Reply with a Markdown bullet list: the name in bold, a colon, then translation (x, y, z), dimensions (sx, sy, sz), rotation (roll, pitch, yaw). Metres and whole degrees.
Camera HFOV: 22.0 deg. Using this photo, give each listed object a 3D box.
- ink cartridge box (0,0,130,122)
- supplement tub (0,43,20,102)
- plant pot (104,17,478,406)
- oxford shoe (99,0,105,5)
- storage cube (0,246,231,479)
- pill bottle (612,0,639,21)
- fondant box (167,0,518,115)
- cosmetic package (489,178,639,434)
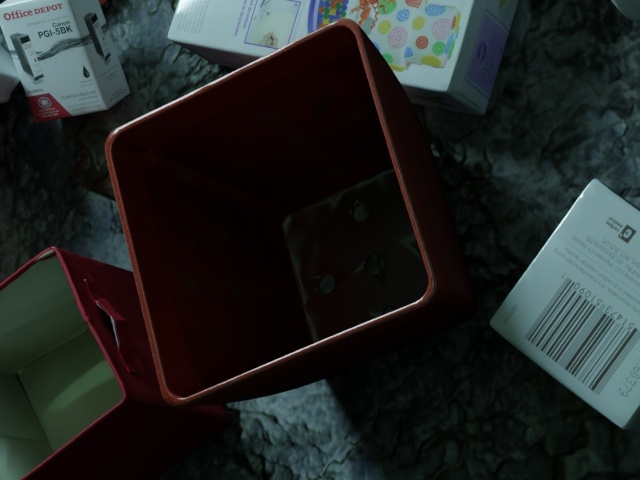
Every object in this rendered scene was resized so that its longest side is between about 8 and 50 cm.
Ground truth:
- **ink cartridge box**: translation (-0.276, -0.203, 1.758), dimensions (0.099, 0.056, 0.135), rotation (-8, 111, 27)
- **supplement tub**: translation (-0.504, -0.112, 1.791), dimensions (0.241, 0.241, 0.331), rotation (44, 101, 29)
- **plant pot**: translation (0.000, 0.000, 1.498), dimensions (0.267, 0.235, 0.267), rotation (-23, 68, 21)
- **oxford shoe**: translation (-0.245, -0.402, 1.814), dimensions (0.364, 0.130, 0.133), rotation (-64, 27, 9)
- **storage cube**: translation (-0.241, 0.145, 1.617), dimensions (0.215, 0.193, 0.184), rotation (-38, 64, 16)
- **pill bottle**: translation (0.332, -0.311, 1.455), dimensions (0.229, 0.131, 0.131), rotation (-37, 64, 16)
- **fondant box**: translation (0.034, -0.272, 1.626), dimensions (0.330, 0.096, 0.238), rotation (14, 85, 31)
- **cosmetic package**: translation (0.269, 0.066, 1.368), dimensions (0.151, 0.183, 0.151), rotation (39, 98, 30)
